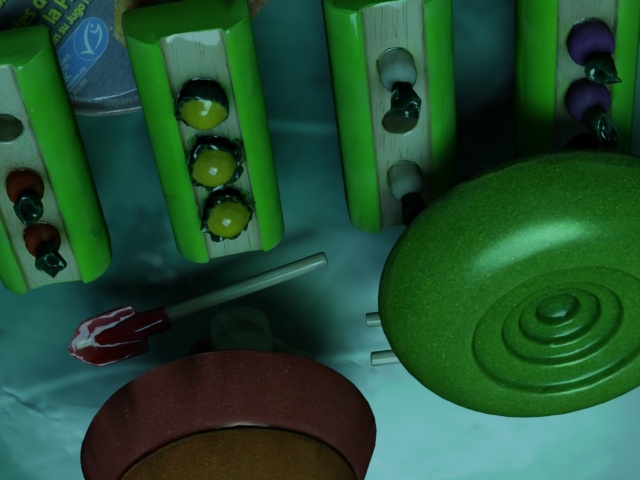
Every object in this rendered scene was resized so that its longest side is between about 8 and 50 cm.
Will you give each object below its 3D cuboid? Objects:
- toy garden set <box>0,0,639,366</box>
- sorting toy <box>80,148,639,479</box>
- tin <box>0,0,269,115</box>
[{"bbox_3d":[0.000,0.000,0.532,0.244,0.049,0.204,-10,137,-2],"label":"toy garden set"},{"bbox_3d":[0.071,0.066,0.490,0.365,0.126,0.127,-31,131,20],"label":"sorting toy"},{"bbox_3d":[-0.055,-0.121,0.469,0.106,0.040,0.189,30,123,-28],"label":"tin"}]
